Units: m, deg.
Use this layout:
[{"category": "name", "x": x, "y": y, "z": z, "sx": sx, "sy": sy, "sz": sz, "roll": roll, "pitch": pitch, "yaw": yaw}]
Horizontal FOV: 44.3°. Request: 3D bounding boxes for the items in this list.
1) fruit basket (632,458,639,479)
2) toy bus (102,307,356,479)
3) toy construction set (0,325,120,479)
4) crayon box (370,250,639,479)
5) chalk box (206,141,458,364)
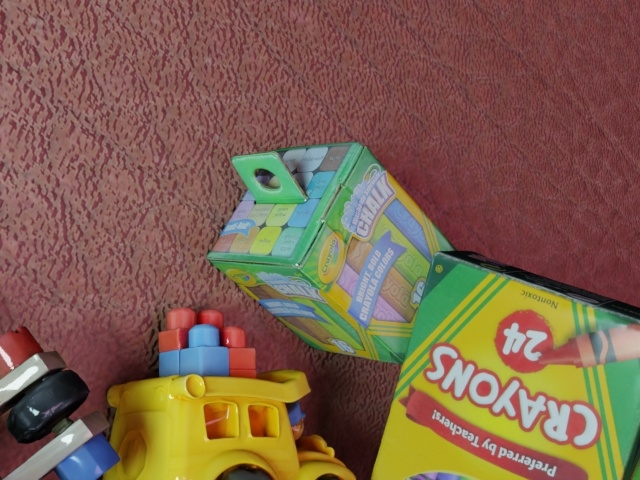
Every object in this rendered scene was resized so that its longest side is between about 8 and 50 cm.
[{"category": "fruit basket", "x": 0.234, "y": 0.332, "z": 0.837, "sx": 0.392, "sy": 0.282, "sz": 0.393, "roll": -23, "pitch": 122, "yaw": -42}, {"category": "toy bus", "x": -0.072, "y": 0.165, "z": 0.669, "sx": 0.220, "sy": 0.149, "sz": 0.212, "roll": 15, "pitch": 66, "yaw": -44}, {"category": "toy construction set", "x": -0.246, "y": 0.206, "z": 0.480, "sx": 0.308, "sy": 0.257, "sz": 0.237, "roll": 39, "pitch": 111, "yaw": -19}, {"category": "crayon box", "x": 0.157, "y": 0.188, "z": 0.677, "sx": 0.081, "sy": 0.202, "sz": 0.319, "roll": 0, "pitch": 106, "yaw": -56}, {"category": "chalk box", "x": 0.000, "y": 0.000, "z": 0.715, "sx": 0.213, "sy": 0.132, "sz": 0.132, "roll": 43, "pitch": 65, "yaw": -34}]
